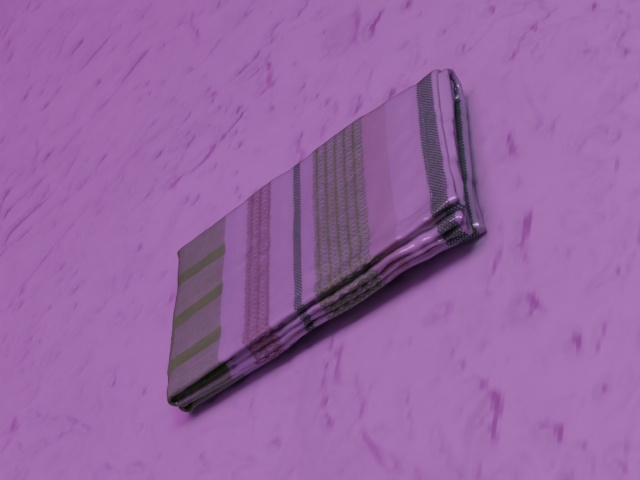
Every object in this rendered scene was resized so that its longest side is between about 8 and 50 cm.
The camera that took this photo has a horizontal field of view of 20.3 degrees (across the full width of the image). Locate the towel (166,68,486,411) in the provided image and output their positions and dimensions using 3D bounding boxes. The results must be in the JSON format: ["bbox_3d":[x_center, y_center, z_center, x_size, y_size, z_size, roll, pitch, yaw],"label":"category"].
[{"bbox_3d":[0.000,0.000,0.737,0.152,0.023,0.113,-34,28,22],"label":"towel"}]
